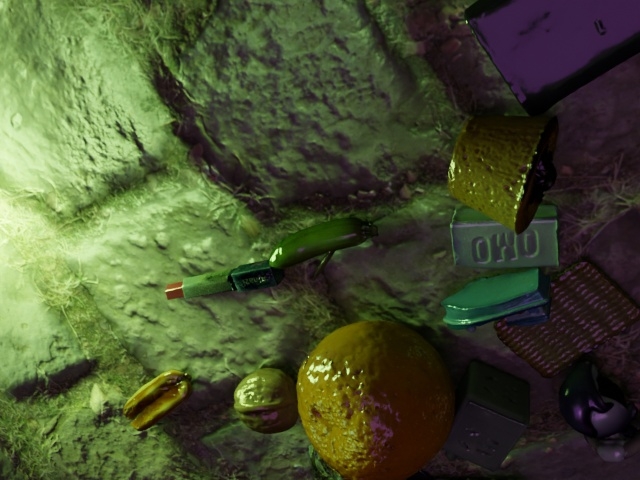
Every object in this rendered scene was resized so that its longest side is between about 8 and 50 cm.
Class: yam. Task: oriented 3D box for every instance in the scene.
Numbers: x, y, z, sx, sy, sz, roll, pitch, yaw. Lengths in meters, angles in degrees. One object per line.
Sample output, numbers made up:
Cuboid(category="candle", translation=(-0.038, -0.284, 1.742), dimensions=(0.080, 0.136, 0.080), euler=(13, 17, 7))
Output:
Cuboid(category="yam", translation=(0.007, 0.049, 1.550), dimensions=(0.014, 0.014, 0.107), euler=(33, 122, 0))

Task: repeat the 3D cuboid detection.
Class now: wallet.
Cuboid(category="wallet", translation=(0.458, -0.393, 1.143), dimensions=(0.406, 0.062, 0.228), euler=(-31, 104, 28))

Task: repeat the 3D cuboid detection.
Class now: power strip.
Cuboid(category="power strip", translation=(0.343, 0.399, 1.548), dimensions=(0.140, 0.139, 0.224), euler=(22, 122, 3))

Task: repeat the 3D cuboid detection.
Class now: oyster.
Cuboid(category="oyster", translation=(0.081, 0.525, 1.732), dimensions=(0.268, 0.112, 0.198), euler=(-36, 80, 38))

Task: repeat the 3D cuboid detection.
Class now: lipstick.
Cuboid(category="lipstick", translation=(-0.234, 0.096, 1.633), dimensions=(0.312, 0.051, 0.051), euler=(-11, 114, 24))

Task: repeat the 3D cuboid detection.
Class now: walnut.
Cuboid(category="walnut", translation=(-0.127, 0.381, 1.697), dimensions=(0.167, 0.149, 0.166), euler=(1, 92, 32))

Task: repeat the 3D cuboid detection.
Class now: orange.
Cuboid(category="orange", translation=(0.121, 0.329, 1.492), dimensions=(0.341, 0.293, 0.340), euler=(26, 125, 43))

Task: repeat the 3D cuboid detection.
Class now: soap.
Cuboid(category="soap", translation=(0.355, -0.005, 1.372), dimensions=(0.199, 0.063, 0.114), euler=(-2, 123, 20))

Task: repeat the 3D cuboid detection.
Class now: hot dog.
Cuboid(category="hot dog", translation=(-0.419, 0.409, 1.849), dimensions=(0.250, 0.068, 0.100), euler=(-37, 88, 28))

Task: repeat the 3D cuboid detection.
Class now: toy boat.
Cuboid(category="toy boat", translation=(0.350, 0.133, 1.424), dimensions=(0.238, 0.109, 0.098), euler=(-18, 120, 34))

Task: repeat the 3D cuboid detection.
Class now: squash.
Cuboid(category="squash", translation=(0.000, 0.000, 1.497), dimensions=(0.258, 0.069, 0.069), euler=(-19, 109, 23))

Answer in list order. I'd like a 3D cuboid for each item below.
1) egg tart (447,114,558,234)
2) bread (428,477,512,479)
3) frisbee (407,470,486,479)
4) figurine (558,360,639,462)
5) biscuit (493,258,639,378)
Cuboid(category="egg tart", translation=(0.325, -0.125, 1.250), dimensions=(0.171, 0.215, 0.215), euler=(17, 121, 22))
Cuboid(category="bread", translation=(0.306, 0.724, 1.660), dimensions=(0.396, 0.239, 0.263), euler=(-11, 113, 24))
Cuboid(category="frisbee", translation=(0.332, 0.621, 1.744), dimensions=(0.188, 0.012, 0.211), euler=(-25, 106, 27))
Cuboid(category="figurine", translation=(0.561, 0.356, 1.459), dimensions=(0.145, 0.145, 0.222), euler=(-26, 108, 28))
Cuboid(category="biscuit", translation=(0.492, 0.161, 1.440), dimensions=(0.172, 0.029, 0.254), euler=(42, 121, -6))
